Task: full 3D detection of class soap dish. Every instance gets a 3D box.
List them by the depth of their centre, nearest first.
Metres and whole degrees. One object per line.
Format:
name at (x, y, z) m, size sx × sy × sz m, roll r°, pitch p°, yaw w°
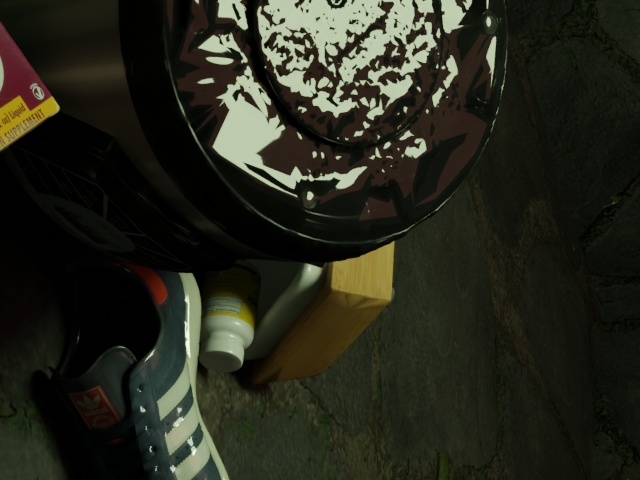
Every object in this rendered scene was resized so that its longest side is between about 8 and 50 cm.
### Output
soap dish at (0.000, 0.000, 1.646) m, size 0.118 × 0.229 × 0.290 m, roll 18°, pitch 52°, yaw -17°

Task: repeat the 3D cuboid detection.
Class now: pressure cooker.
pressure cooker at (-0.096, -0.161, 1.223) m, size 0.376 × 0.420 × 0.369 m, roll -7°, pitch 96°, yaw -38°

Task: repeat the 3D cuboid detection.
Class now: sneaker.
sneaker at (-0.172, 0.170, 1.276) m, size 0.148 × 0.131 × 0.350 m, roll 23°, pitch 52°, yaw -63°

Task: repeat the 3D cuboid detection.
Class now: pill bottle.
pill bottle at (-0.102, 0.083, 1.563) m, size 0.065 × 0.065 × 0.116 m, roll 56°, pitch 33°, yaw -48°

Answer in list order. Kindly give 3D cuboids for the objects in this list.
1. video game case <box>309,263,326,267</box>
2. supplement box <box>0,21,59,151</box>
video game case at (-0.086, -0.093, 1.498) m, size 0.042 × 0.232 × 0.210 m, roll 120°, pitch -15°, yaw -50°
supplement box at (-0.266, -0.124, 0.885) m, size 0.188 × 0.081 × 0.104 m, roll 57°, pitch 36°, yaw -12°
